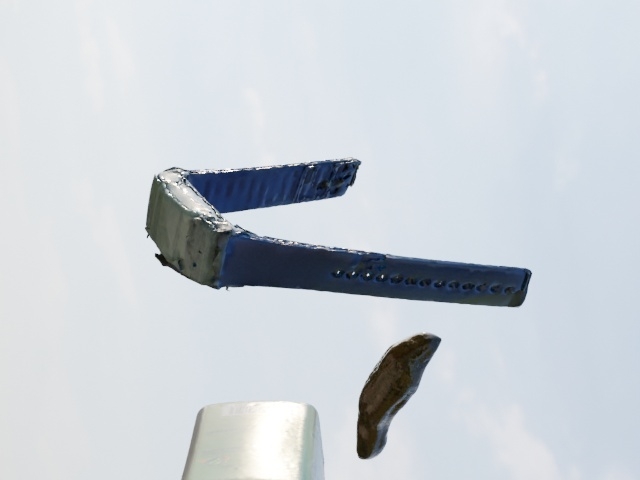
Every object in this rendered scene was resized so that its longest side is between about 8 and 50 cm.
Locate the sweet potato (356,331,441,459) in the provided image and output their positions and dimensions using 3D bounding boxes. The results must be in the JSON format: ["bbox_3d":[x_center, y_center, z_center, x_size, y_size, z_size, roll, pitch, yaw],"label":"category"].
[{"bbox_3d":[0.068,0.167,1.514,0.054,0.053,0.182,-71,-175,-58],"label":"sweet potato"}]

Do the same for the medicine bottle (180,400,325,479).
[{"bbox_3d":[-0.041,0.191,0.864,0.188,0.088,0.132,-87,176,-72],"label":"medicine bottle"}]

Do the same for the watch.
[{"bbox_3d":[0.002,0.005,1.295,0.276,0.274,0.068,35,-61,44],"label":"watch"}]
